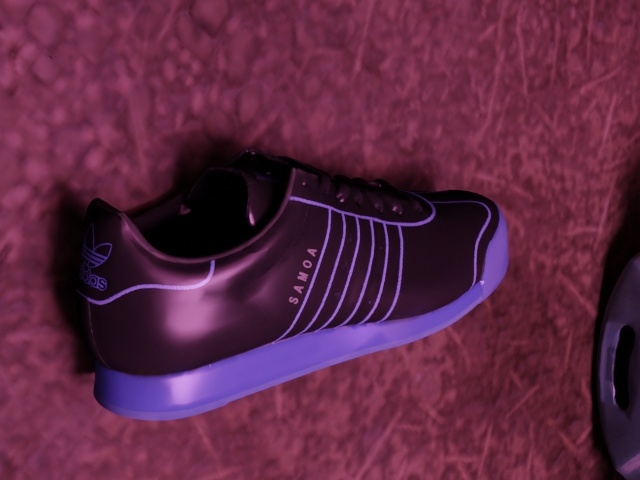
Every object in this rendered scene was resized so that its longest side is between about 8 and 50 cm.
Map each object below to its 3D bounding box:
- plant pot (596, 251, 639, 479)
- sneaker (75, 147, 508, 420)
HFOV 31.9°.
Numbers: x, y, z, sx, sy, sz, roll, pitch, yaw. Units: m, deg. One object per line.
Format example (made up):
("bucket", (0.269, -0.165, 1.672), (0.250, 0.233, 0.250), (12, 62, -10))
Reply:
("plant pot", (0.383, 0.082, 0.722), (0.334, 0.341, 0.341), (-6, 104, -33))
("sneaker", (0.000, 0.000, 0.500), (0.232, 0.081, 0.090), (-20, 120, -36))
